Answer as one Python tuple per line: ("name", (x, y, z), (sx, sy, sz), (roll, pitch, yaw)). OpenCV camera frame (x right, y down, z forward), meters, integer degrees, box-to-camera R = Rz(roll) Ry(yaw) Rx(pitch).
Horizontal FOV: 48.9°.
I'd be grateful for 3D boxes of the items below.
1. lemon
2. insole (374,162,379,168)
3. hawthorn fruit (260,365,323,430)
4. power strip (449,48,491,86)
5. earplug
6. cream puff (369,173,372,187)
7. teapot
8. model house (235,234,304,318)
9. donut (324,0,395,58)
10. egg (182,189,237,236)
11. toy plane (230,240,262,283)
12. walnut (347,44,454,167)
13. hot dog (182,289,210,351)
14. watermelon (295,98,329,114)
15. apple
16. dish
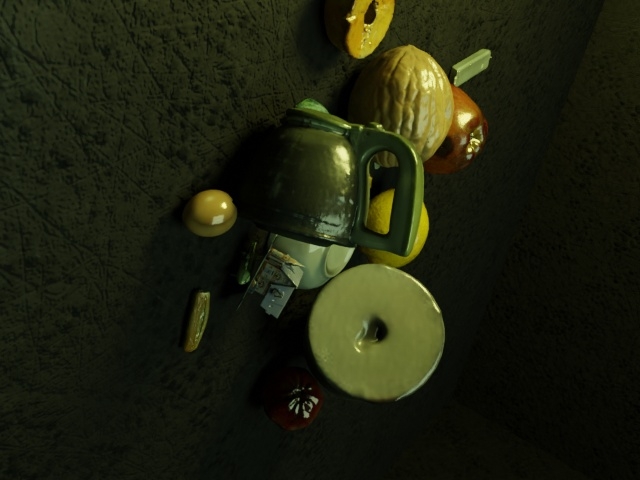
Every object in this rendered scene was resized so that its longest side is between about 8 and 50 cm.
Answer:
("lemon", (0.186, -0.031, 1.809), (0.244, 0.186, 0.187), (-63, 155, 0))
("insole", (0.155, -0.245, 1.749), (0.053, 0.002, 0.153), (-30, 140, -49))
("hawthorn fruit", (-0.079, 0.406, 1.786), (0.157, 0.157, 0.194), (-47, 171, -30))
("power strip", (0.427, -0.491, 1.999), (0.252, 0.027, 0.060), (-37, 144, -44))
("earplug", (0.110, 0.252, 1.742), (0.313, 0.312, 0.394), (-56, 175, -15))
("cream puff", (0.086, -0.135, 1.658), (0.083, 0.058, 0.083), (-12, 123, -57))
("teapot", (0.005, -0.109, 1.245), (0.239, 0.321, 0.239), (13, 94, -40))
("model house", (-0.092, 0.082, 1.424), (0.167, 0.088, 0.117), (-61, -177, 17))
("donut", (0.071, -0.437, 1.315), (0.174, 0.074, 0.190), (-61, 159, -6))
("egg", (-0.189, -0.044, 1.192), (0.096, 0.080, 0.080), (-36, 144, -48))
("toy plane", (-0.148, 0.052, 1.407), (0.111, 0.040, 0.102), (-61, 162, -54))
("walnut", (0.172, -0.284, 1.500), (0.225, 0.225, 0.261), (-28, 133, -51))
("hot dog", (-0.238, 0.153, 1.356), (0.044, 0.028, 0.137), (-2, 116, -33))
("watermelon", (-0.014, -0.233, 1.376), (0.061, 0.085, 0.085), (-36, 171, 33))
("apple", (0.304, -0.280, 1.755), (0.230, 0.230, 0.230), (-44, 149, -35))
("dish", (0.000, 0.000, 1.559), (0.256, 0.117, 0.256), (-43, 148, -35))
